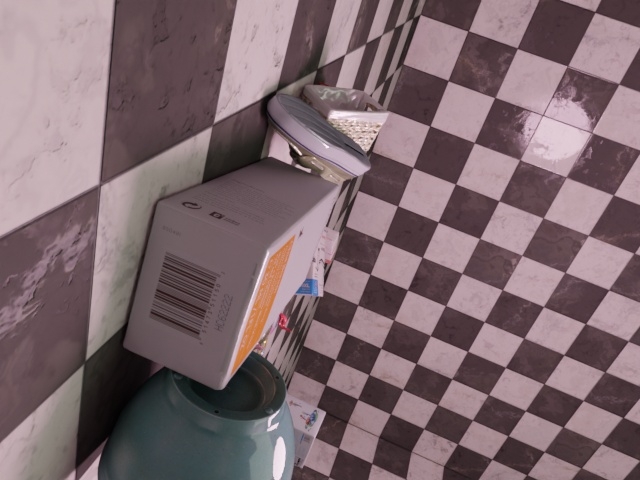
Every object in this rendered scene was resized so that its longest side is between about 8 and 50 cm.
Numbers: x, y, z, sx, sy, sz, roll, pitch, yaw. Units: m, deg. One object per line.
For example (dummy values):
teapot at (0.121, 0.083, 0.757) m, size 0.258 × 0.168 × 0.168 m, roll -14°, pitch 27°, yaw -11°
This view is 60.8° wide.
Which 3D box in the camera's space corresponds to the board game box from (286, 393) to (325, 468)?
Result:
board game box at (-0.157, 0.532, 1.623) m, size 0.097 × 0.303 × 0.224 m, roll -60°, pitch 171°, yaw -46°

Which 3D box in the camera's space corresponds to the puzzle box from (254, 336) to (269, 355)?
puzzle box at (-0.147, 0.188, 1.355) m, size 0.272 × 0.052 × 0.409 m, roll -72°, pitch 178°, yaw -66°

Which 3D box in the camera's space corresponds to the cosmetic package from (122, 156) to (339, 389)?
cosmetic package at (-0.118, 0.019, 0.913) m, size 0.453 × 0.161 × 0.230 m, roll -51°, pitch 162°, yaw -69°

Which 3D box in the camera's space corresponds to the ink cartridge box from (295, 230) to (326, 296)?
ink cartridge box at (-0.041, 0.061, 1.620) m, size 0.148 × 0.085 × 0.203 m, roll 29°, pitch 64°, yaw -75°

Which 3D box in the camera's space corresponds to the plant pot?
plant pot at (-0.160, 0.279, 0.817) m, size 0.293 × 0.293 × 0.196 m, roll -51°, pitch 164°, yaw -68°

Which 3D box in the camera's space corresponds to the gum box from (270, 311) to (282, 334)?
gum box at (-0.137, 0.177, 1.661) m, size 0.107 × 0.062 × 0.188 m, roll -50°, pitch 160°, yaw -69°

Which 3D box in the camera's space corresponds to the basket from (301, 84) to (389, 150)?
basket at (0.041, -0.260, 1.175) m, size 0.167 × 0.113 × 0.103 m, roll -7°, pitch 133°, yaw -36°

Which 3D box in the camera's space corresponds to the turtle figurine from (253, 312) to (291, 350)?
turtle figurine at (-0.161, 0.178, 1.095) m, size 0.234 × 0.118 × 0.175 m, roll -48°, pitch 125°, yaw -10°

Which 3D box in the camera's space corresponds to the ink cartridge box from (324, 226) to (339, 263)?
ink cartridge box at (0.000, 0.000, 1.935) m, size 0.198 × 0.115 × 0.067 m, roll 98°, pitch 17°, yaw -66°

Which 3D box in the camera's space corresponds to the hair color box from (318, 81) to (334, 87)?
hair color box at (-0.006, -0.290, 1.278) m, size 0.072 × 0.043 × 0.141 m, roll 2°, pitch 112°, yaw -83°

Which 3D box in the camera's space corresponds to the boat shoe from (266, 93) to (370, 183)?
boat shoe at (-0.010, -0.177, 1.051) m, size 0.094 × 0.109 × 0.302 m, roll -36°, pitch 147°, yaw 22°
